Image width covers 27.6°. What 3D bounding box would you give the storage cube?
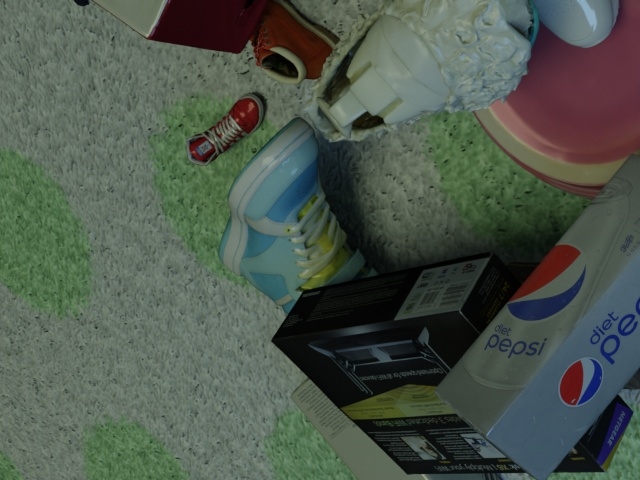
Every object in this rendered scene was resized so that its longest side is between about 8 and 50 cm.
[{"bbox_3d":[-0.157,-0.323,1.360,0.215,0.193,0.183,36,107,17],"label":"storage cube"}]

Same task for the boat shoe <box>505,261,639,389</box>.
[{"bbox_3d":[0.315,0.068,1.283,0.355,0.130,0.132,16,155,52],"label":"boat shoe"}]

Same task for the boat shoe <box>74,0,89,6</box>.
[{"bbox_3d":[-0.246,-0.414,1.487,0.158,0.127,0.340,47,143,1],"label":"boat shoe"}]

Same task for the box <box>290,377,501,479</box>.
[{"bbox_3d":[0.099,0.250,1.587,0.275,0.094,0.113,51,136,4],"label":"box"}]

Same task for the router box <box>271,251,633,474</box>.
[{"bbox_3d":[0.130,0.140,1.363,0.243,0.081,0.309,47,147,-22],"label":"router box"}]

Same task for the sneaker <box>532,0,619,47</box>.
[{"bbox_3d":[0.172,-0.260,1.110,0.090,0.095,0.235,-22,107,39],"label":"sneaker"}]

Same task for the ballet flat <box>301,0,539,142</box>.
[{"bbox_3d":[0.076,-0.154,1.225,0.147,0.147,0.409,58,167,-3],"label":"ballet flat"}]

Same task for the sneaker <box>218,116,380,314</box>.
[{"bbox_3d":[0.000,0.000,1.478,0.208,0.127,0.319,41,159,9],"label":"sneaker"}]

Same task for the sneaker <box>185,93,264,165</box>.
[{"bbox_3d":[-0.118,-0.129,1.568,0.042,0.067,0.118,52,135,3],"label":"sneaker"}]

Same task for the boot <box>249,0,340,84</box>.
[{"bbox_3d":[-0.056,-0.225,1.451,0.158,0.084,0.059,33,133,23],"label":"boot"}]

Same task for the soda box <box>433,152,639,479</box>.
[{"bbox_3d":[0.238,0.067,1.161,0.098,0.286,0.091,41,178,-34],"label":"soda box"}]

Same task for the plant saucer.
[{"bbox_3d":[0.251,-0.181,1.220,0.332,0.084,0.332,20,126,31],"label":"plant saucer"}]
